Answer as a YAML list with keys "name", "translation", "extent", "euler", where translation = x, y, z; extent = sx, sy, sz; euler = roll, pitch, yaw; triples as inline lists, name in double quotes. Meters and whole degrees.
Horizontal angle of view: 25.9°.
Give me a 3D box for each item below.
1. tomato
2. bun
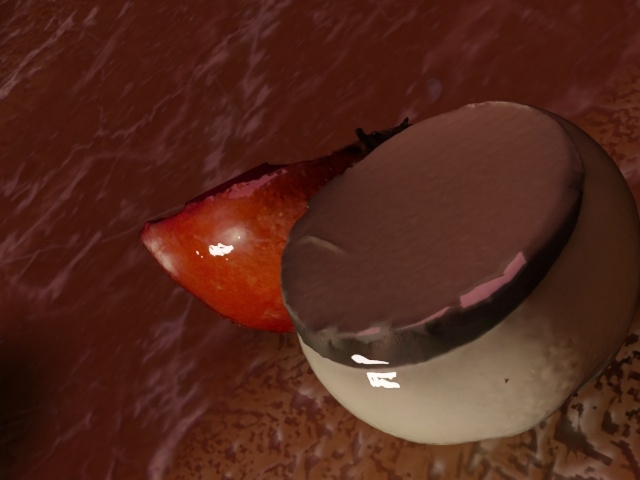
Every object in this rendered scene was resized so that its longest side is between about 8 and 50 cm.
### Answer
- name: "tomato"
  translation: [0.000, 0.000, 0.799]
  extent: [0.189, 0.099, 0.173]
  euler: [-18, -3, -37]
- name: "bun"
  translation: [0.077, 0.024, 0.660]
  extent: [0.173, 0.120, 0.172]
  euler: [-25, 36, 20]
